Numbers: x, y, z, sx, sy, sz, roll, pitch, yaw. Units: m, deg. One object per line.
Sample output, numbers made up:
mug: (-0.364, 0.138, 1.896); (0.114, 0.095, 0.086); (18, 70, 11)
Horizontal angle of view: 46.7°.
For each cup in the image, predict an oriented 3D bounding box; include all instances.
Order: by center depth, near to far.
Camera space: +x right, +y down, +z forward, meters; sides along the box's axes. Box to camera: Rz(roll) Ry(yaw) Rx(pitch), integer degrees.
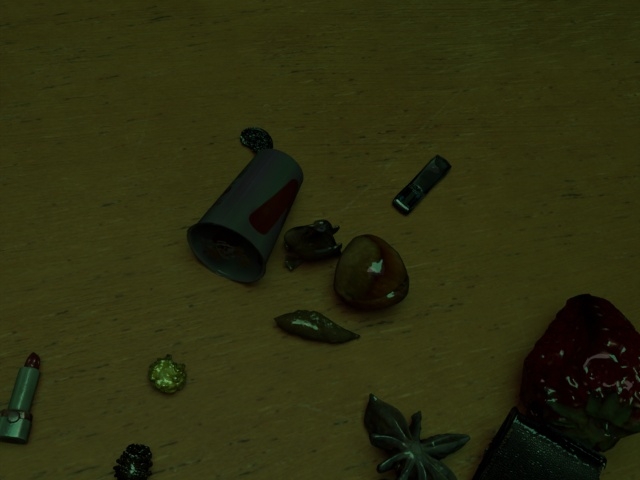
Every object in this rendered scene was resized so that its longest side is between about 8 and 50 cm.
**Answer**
cup: (-0.155, -0.070, 1.723); (0.203, 0.203, 0.288); (26, 55, 2)

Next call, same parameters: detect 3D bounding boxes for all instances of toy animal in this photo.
toy animal: (0.000, 0.000, 1.723); (0.188, 0.179, 0.089); (10, 61, -37)

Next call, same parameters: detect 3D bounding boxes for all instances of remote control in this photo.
remote control: (0.266, -0.147, 1.929); (0.059, 0.028, 0.212); (39, 62, 10)

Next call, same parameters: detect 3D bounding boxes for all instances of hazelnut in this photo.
hazelnut: (0.112, 0.084, 1.711); (0.182, 0.182, 0.182); (5, 62, -9)

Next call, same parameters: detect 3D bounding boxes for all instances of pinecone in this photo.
pinecone: (-0.368, 0.445, 1.472); (0.077, 0.077, 0.083); (19, 30, -2)

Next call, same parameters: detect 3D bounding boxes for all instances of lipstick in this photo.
lipstick: (-0.602, 0.311, 1.499); (0.063, 0.057, 0.186); (8, 59, -7)

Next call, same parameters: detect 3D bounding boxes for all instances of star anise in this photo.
star anise: (0.201, 0.455, 1.568); (0.257, 0.111, 0.198); (25, 44, -6)

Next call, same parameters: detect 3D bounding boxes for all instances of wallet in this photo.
wallet: (0.439, 0.512, 1.550); (0.221, 0.071, 0.262); (28, 95, 2)

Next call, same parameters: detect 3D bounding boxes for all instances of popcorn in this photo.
popcorn: (-0.324, 0.283, 1.570); (0.082, 0.057, 0.083); (1, 66, -4)

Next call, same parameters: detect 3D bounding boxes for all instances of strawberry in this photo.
strawberry: (0.606, 0.280, 1.651); (0.295, 0.317, 0.345); (12, 41, 9)

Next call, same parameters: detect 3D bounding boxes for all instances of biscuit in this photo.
biscuit: (-0.163, -0.249, 1.892); (0.087, 0.027, 0.089); (6, 63, -10)

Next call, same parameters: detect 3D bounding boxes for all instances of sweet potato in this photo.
sweet potato: (-0.005, 0.197, 1.681); (0.205, 0.060, 0.068); (18, 95, -14)

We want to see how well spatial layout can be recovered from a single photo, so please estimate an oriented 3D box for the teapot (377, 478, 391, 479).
teapot: (0.141, 0.536, 1.537); (0.066, 0.057, 0.088); (-20, 69, -20)
